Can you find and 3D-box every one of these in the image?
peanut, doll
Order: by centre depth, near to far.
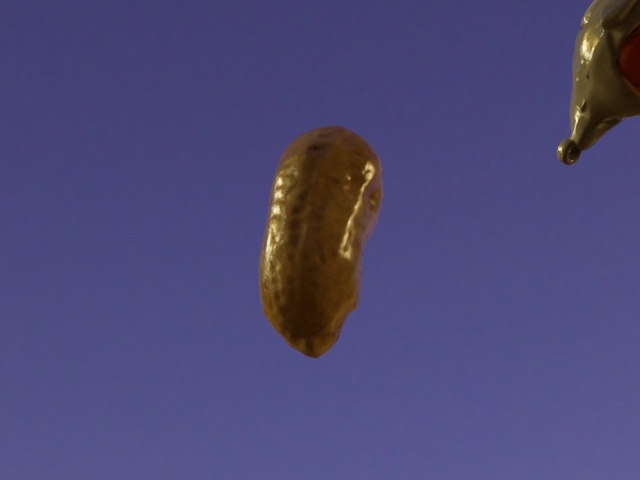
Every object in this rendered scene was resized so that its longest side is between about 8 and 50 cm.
[{"bbox_3d":[0.227,-0.150,0.932,0.102,0.075,0.227,19,-75,-44],"label":"doll"},{"bbox_3d":[0.000,0.000,1.473,0.122,0.253,0.137,2,-24,19],"label":"peanut"}]
